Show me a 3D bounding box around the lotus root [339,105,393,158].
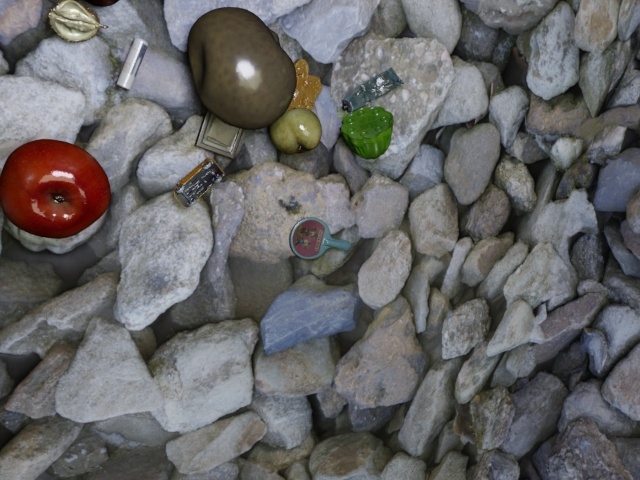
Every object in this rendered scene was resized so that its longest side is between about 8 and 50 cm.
[{"bbox_3d":[0.172,-0.346,1.783,0.186,0.186,0.186,-9,109,-27],"label":"lotus root"}]

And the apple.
[{"bbox_3d":[-0.681,-0.128,1.331,0.261,0.216,0.260,-11,113,-27],"label":"apple"}]

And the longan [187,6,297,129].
[{"bbox_3d":[-0.221,-0.482,1.437,0.289,0.288,0.350,-24,90,-21],"label":"longan"}]

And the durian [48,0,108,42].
[{"bbox_3d":[-0.618,-0.566,1.310,0.140,0.071,0.110,-3,142,-32],"label":"durian"}]

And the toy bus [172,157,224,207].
[{"bbox_3d":[-0.378,-0.177,1.565,0.162,0.074,0.069,-44,128,-13],"label":"toy bus"}]

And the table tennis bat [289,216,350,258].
[{"bbox_3d":[0.000,0.000,1.856,0.244,0.040,0.152,13,98,-27],"label":"table tennis bat"}]

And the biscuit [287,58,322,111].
[{"bbox_3d":[-0.112,-0.502,1.635,0.249,0.035,0.184,20,94,-31],"label":"biscuit"}]

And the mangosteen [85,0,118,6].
[{"bbox_3d":[-0.566,-0.653,1.256,0.184,0.173,0.172,-44,124,-35],"label":"mangosteen"}]

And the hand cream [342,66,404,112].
[{"bbox_3d":[0.175,-0.516,1.777,0.248,0.052,0.075,-33,104,-14],"label":"hand cream"}]

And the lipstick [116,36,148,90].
[{"bbox_3d":[-0.516,-0.485,1.413,0.040,0.040,0.141,22,93,-32],"label":"lipstick"}]

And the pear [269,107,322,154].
[{"bbox_3d":[-0.077,-0.343,1.630,0.167,0.167,0.136,-13,90,-25],"label":"pear"}]

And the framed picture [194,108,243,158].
[{"bbox_3d":[-0.301,-0.351,1.584,0.128,0.023,0.168,16,97,-32],"label":"framed picture"}]
